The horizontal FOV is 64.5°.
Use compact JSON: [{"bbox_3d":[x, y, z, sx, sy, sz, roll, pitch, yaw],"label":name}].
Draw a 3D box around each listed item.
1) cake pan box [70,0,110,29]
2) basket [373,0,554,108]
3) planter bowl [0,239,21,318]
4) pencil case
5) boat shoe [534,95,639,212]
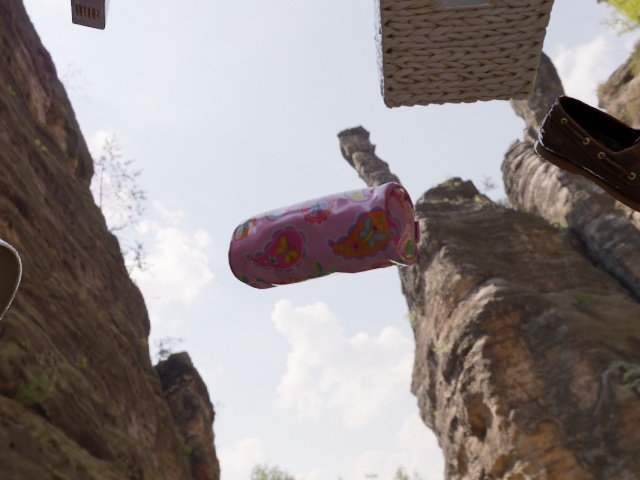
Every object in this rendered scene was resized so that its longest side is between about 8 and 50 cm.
[{"bbox_3d":[-0.426,-0.585,0.959,0.070,0.246,0.267,3,-33,-21],"label":"cake pan box"},{"bbox_3d":[0.264,-0.469,1.041,0.328,0.331,0.267,-3,-48,4],"label":"basket"},{"bbox_3d":[-0.292,0.034,0.310,0.109,0.162,0.162,37,-55,0],"label":"planter bowl"},{"bbox_3d":[0.000,0.000,0.747,0.284,0.124,0.124,-13,-32,30],"label":"pencil case"},{"bbox_3d":[0.336,-0.089,0.554,0.073,0.207,0.073,-36,-32,-33],"label":"boat shoe"}]
